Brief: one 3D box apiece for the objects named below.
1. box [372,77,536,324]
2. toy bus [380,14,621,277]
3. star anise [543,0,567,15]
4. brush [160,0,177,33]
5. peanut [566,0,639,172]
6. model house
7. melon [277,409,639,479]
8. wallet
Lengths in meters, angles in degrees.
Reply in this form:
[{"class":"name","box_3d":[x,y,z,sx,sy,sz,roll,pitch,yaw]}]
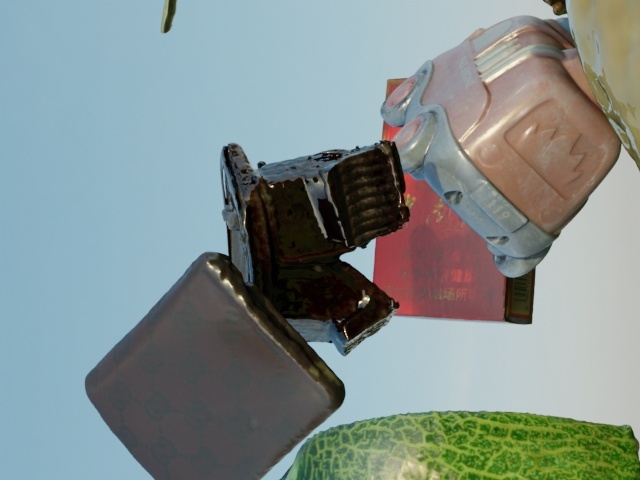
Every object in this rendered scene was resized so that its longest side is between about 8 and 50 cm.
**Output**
[{"class":"box","box_3d":[0.175,-0.053,1.520,0.089,0.197,0.313,11,-99,-53]},{"class":"toy bus","box_3d":[0.212,-0.126,1.262,0.197,0.232,0.294,42,-160,-16]},{"class":"star anise","box_3d":[0.226,-0.265,0.999,0.288,0.288,0.088,-74,-21,-45]},{"class":"brush","box_3d":[-0.136,-0.291,1.181,0.033,0.030,0.178,-81,2,-61]},{"class":"peanut","box_3d":[0.225,-0.040,0.507,0.192,0.169,0.387,31,-144,-75]},{"class":"model house","box_3d":[-0.002,0.005,1.097,0.141,0.164,0.203,-164,70,-77]},{"class":"melon","box_3d":[0.044,0.197,0.664,0.265,0.169,0.129,128,154,-47]},{"class":"wallet","box_3d":[-0.098,0.131,1.044,0.182,0.229,0.049,49,-144,6]}]
